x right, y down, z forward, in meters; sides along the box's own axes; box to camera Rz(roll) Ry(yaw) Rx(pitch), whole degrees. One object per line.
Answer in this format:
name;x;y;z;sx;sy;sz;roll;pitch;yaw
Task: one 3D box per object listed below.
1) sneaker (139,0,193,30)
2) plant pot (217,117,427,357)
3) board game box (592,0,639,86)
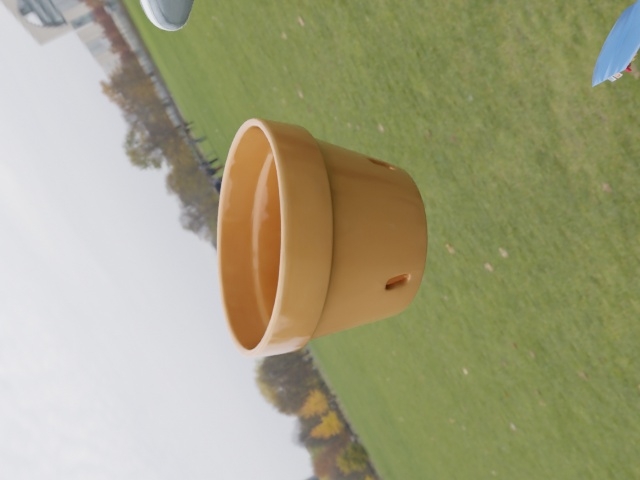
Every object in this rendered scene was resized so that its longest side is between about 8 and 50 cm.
sneaker;-0.195;-0.453;1.108;0.178;0.124;0.295;36;131;41
plant pot;0.000;0.000;0.923;0.291;0.204;0.290;-178;90;-68
board game box;0.478;-0.303;1.112;0.033;0.133;0.169;23;178;-3
